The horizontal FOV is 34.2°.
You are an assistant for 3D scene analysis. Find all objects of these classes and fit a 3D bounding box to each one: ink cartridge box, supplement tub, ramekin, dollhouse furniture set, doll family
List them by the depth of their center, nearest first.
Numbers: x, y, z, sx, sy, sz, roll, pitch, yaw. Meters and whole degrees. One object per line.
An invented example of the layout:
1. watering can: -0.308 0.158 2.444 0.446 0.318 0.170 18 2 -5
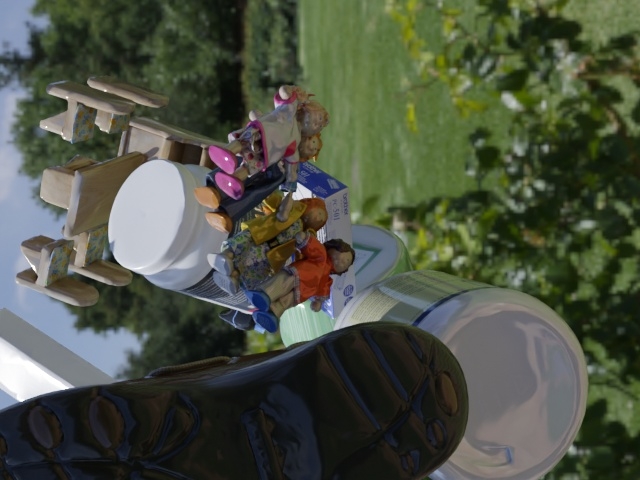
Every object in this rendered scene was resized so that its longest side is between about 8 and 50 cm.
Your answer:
1. doll family: -0.050 -0.046 1.083 0.118 0.163 0.263 19 132 39
2. supplement tub: 0.153 0.160 1.290 0.325 0.235 0.235 -165 75 -73
3. ink cartridge box: 0.000 0.000 1.451 0.097 0.046 0.207 36 143 42
4. supplement tub: -0.164 -0.004 1.589 0.272 0.191 0.191 22 -122 -47
5. dollhouse furniture set: -0.319 -0.094 1.897 0.394 0.256 0.362 -38 -35 -68
6. ramekin: 0.050 0.097 2.076 0.303 0.303 0.148 -96 -8 -58

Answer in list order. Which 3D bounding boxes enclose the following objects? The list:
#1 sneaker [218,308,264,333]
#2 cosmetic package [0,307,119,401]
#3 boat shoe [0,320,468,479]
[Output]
1. sneaker: -0.109 0.044 1.819 0.081 0.090 0.232 -115 41 -88
2. cosmetic package: -0.403 0.200 1.534 0.060 0.239 0.099 -34 -34 -49
3. boat shoe: -0.073 0.131 0.636 0.120 0.324 0.122 150 108 -83
